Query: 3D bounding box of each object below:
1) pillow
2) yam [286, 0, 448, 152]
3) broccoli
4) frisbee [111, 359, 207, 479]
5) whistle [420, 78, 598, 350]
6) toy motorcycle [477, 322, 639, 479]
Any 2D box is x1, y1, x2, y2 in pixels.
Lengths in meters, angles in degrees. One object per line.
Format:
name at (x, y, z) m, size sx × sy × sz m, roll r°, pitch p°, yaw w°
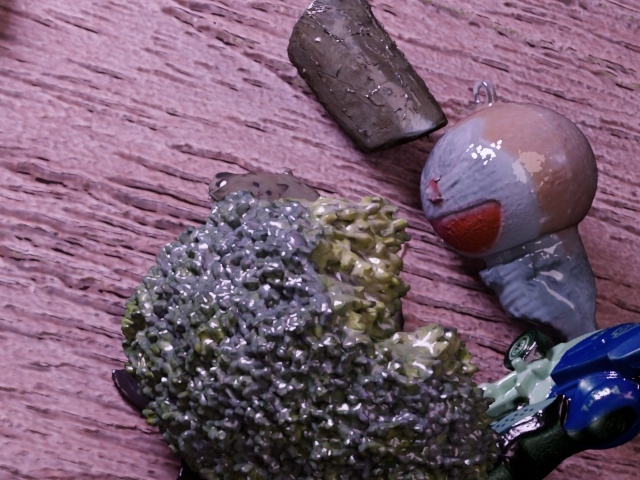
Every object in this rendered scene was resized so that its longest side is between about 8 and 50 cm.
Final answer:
pillow at (-0.001, -0.001, 1.559) m, size 0.241 × 0.051 × 0.093 m, roll 39°, pitch 56°, yaw -2°
yam at (0.044, -0.168, 1.626) m, size 0.107 × 0.107 × 0.183 m, roll -32°, pitch 81°, yaw -33°
broccoli at (0.011, 0.085, 1.360) m, size 0.302 × 0.249 × 0.375 m, roll -20°, pitch 35°, yaw -41°
frisbee at (-0.121, 0.181, 1.439) m, size 0.187 × 0.012 × 0.211 m, roll 42°, pitch 56°, yaw -2°
whistle at (0.205, 0.005, 1.595) m, size 0.189 × 0.189 × 0.348 m, roll -18°, pitch 89°, yaw -31°
toy motorcycle at (0.253, 0.148, 1.463) m, size 0.125 × 0.331 × 0.196 m, roll 53°, pitch 14°, yaw -16°
